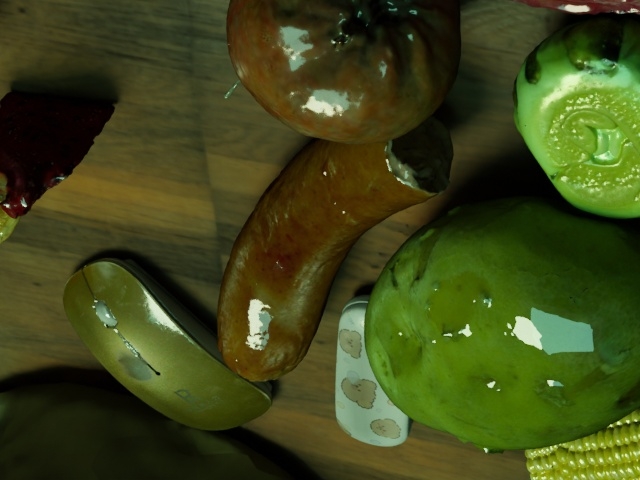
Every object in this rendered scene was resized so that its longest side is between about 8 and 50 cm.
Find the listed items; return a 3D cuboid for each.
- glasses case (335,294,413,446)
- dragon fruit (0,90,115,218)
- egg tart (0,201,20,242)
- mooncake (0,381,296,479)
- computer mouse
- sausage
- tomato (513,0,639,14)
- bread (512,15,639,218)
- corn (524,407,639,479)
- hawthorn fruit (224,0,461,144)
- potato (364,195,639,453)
[{"bbox_3d":[0.045,0.104,1.312,0.063,0.041,0.164,14,138,12],"label":"glasses case"},{"bbox_3d":[-0.214,-0.064,1.198,0.063,0.131,0.097,45,128,-16],"label":"dragon fruit"},{"bbox_3d":[-0.291,-0.038,1.289,0.130,0.052,0.130,-17,131,-21],"label":"egg tart"},{"bbox_3d":[-0.195,0.358,1.528,0.467,0.262,0.467,15,140,13],"label":"mooncake"},{"bbox_3d":[-0.127,0.092,1.380,0.102,0.045,0.199,-26,119,39],"label":"computer mouse"},{"bbox_3d":[-0.002,-0.004,1.182,0.076,0.103,0.302,-9,154,-33],"label":"sausage"},{"bbox_3d":[0.141,-0.197,0.916,0.173,0.099,0.189,17,171,-14],"label":"tomato"},{"bbox_3d":[0.183,-0.079,1.034,0.139,0.071,0.130,38,140,-17],"label":"bread"},{"bbox_3d":[0.267,0.140,1.217,0.248,0.081,0.081,-13,127,35],"label":"corn"},{"bbox_3d":[0.006,-0.137,1.031,0.149,0.149,0.189,55,171,-31],"label":"hawthorn fruit"},{"bbox_3d":[0.136,0.053,1.140,0.253,0.148,0.186,-13,117,41],"label":"potato"}]
